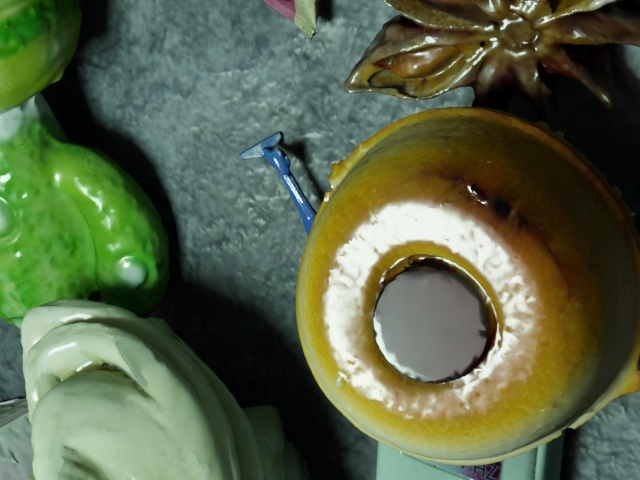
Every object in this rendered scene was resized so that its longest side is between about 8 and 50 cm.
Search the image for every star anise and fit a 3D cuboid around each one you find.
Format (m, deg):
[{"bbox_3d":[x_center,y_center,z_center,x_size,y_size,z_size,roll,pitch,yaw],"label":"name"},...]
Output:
[{"bbox_3d":[0.109,-0.166,1.118,0.220,0.099,0.214,12,122,12],"label":"star anise"}]

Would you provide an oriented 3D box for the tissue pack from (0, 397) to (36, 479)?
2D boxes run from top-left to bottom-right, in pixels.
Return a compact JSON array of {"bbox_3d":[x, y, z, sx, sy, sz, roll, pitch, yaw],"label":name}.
[{"bbox_3d":[-0.270,0.267,1.556,0.124,0.185,0.225,-13,101,41],"label":"tissue pack"}]

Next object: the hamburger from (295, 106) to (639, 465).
[{"bbox_3d":[0.088,0.028,1.126,0.236,0.147,0.237,4,103,19],"label":"hamburger"}]

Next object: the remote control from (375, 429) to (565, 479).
[{"bbox_3d":[0.104,0.102,1.270,0.140,0.056,0.296,17,117,30],"label":"remote control"}]

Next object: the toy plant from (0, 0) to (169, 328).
[{"bbox_3d":[-0.248,-0.065,1.416,0.224,0.184,0.316,-7,116,22],"label":"toy plant"}]

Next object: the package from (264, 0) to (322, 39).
[{"bbox_3d":[-0.009,-0.186,1.256,0.059,0.029,0.083,42,119,27],"label":"package"}]

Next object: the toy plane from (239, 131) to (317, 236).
[{"bbox_3d":[0.000,0.000,1.318,0.167,0.054,0.062,61,158,0],"label":"toy plane"}]

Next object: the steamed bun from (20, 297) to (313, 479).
[{"bbox_3d":[-0.106,0.190,1.372,0.268,0.207,0.280,-107,11,-45],"label":"steamed bun"}]
